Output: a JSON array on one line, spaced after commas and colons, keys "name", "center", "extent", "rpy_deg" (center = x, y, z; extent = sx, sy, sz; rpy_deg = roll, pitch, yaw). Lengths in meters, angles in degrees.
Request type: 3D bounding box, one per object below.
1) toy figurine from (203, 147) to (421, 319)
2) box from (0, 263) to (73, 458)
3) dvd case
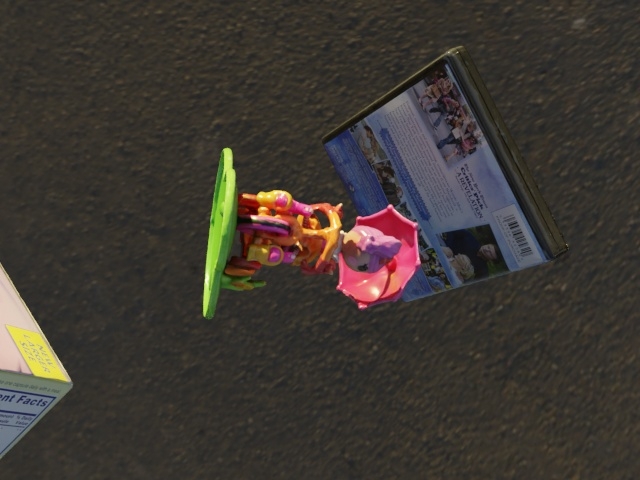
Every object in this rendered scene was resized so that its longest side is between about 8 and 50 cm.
[{"name": "toy figurine", "center": [0.000, 0.000, 0.811], "extent": [0.159, 0.173, 0.130], "rpy_deg": [6, 80, -8]}, {"name": "box", "center": [-0.332, 0.094, 0.754], "extent": [0.243, 0.117, 0.213], "rpy_deg": [-44, 62, 10]}, {"name": "dvd case", "center": [0.095, -0.045, 0.940], "extent": [0.180, 0.022, 0.253], "rpy_deg": [63, 155, -1]}]
